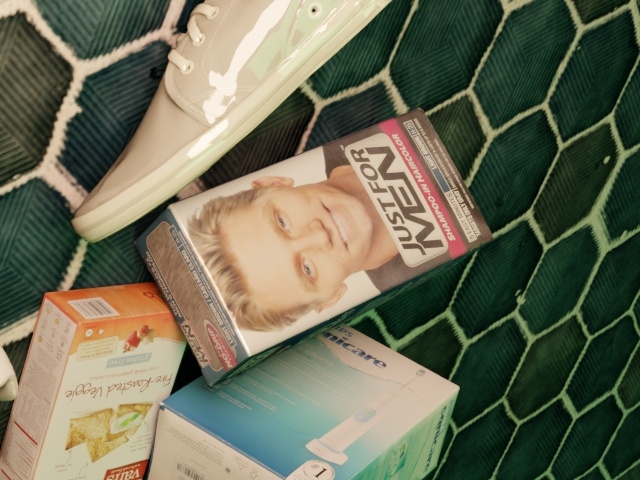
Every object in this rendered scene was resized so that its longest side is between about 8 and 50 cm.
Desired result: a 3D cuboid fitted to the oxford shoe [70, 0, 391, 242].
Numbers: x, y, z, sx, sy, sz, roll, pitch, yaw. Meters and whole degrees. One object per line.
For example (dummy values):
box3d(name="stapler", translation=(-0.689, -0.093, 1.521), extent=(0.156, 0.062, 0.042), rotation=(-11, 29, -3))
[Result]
box3d(name="oxford shoe", translation=(-0.080, -0.177, 1.402), extent=(0.449, 0.169, 0.130), rotation=(-45, 103, 0))

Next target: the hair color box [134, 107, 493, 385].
box3d(name="hair color box", translation=(0.000, 0.000, 1.567), extent=(0.347, 0.174, 0.105), rotation=(-24, 172, -34))

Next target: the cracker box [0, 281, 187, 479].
box3d(name="cracker box", translation=(-0.234, 0.161, 1.544), extent=(0.156, 0.067, 0.232), rotation=(-6, 123, -46))

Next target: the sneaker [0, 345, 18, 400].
box3d(name="sneaker", translation=(-0.398, 0.179, 1.322), extent=(0.297, 0.129, 0.111), rotation=(-46, 145, -9))

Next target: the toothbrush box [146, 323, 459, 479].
box3d(name="toothbrush box", translation=(-0.016, 0.217, 1.658), extent=(0.295, 0.216, 0.126), rotation=(-32, 142, -50))
